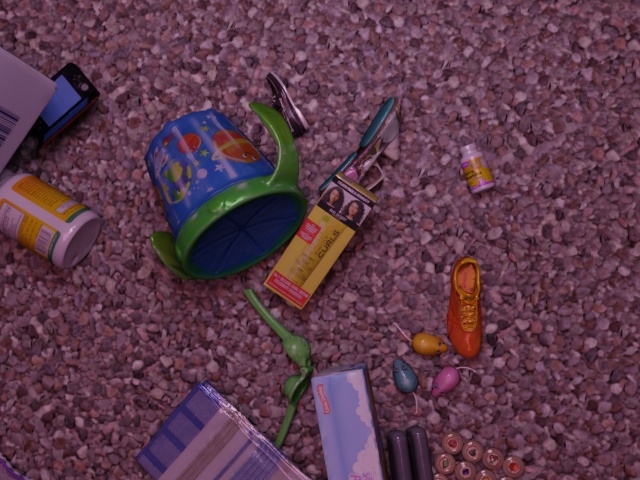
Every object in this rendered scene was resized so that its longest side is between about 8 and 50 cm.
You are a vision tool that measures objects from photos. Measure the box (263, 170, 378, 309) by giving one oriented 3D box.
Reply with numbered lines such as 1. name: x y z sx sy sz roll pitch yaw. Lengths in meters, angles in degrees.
1. box: 0.000 0.000 1.350 0.087 0.058 0.232 35 106 1

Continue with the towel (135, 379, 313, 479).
1. towel: -0.163 0.405 1.370 0.285 0.034 0.209 41 101 9

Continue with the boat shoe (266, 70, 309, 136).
1. boat shoe: -0.067 -0.244 1.414 0.038 0.046 0.125 -32 92 -2

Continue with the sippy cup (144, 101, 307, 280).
1. sippy cup: -0.176 -0.089 1.326 0.306 0.240 0.224 -33 67 -3

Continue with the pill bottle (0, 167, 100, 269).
1. pill bottle: -0.509 -0.047 1.403 0.208 0.117 0.117 30 89 7

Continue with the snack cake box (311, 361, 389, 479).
1. snack cake box: 0.056 0.342 1.304 0.089 0.152 0.264 -11 85 4

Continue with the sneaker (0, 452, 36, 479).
1. sneaker: -0.584 0.432 1.382 0.237 0.104 0.095 27 90 8

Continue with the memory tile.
1. memory tile: 0.266 0.402 1.350 0.148 0.012 0.113 20 88 6

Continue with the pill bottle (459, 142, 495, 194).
1. pill bottle: 0.270 -0.125 1.373 0.043 0.043 0.083 -20 84 4

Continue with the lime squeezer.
1. lime squeezer: -0.066 0.232 1.372 0.110 0.059 0.310 -8 86 4

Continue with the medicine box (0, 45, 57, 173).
1. medicine box: -0.643 -0.238 1.360 0.289 0.149 0.263 33 89 36

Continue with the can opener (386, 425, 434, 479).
1. can opener: 0.170 0.453 1.313 0.074 0.093 0.280 -7 84 -19

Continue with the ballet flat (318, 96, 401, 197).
1. ballet flat: 0.088 -0.145 1.384 0.079 0.077 0.221 37 95 -12

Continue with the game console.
1. game console: -0.480 -0.246 1.431 0.144 0.085 0.124 -40 84 1

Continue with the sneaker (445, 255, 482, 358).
1. sneaker: 0.245 0.114 1.346 0.064 0.067 0.175 -4 87 3

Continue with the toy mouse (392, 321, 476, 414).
1. toy mouse: 0.182 0.234 1.360 0.161 0.031 0.143 17 88 6
